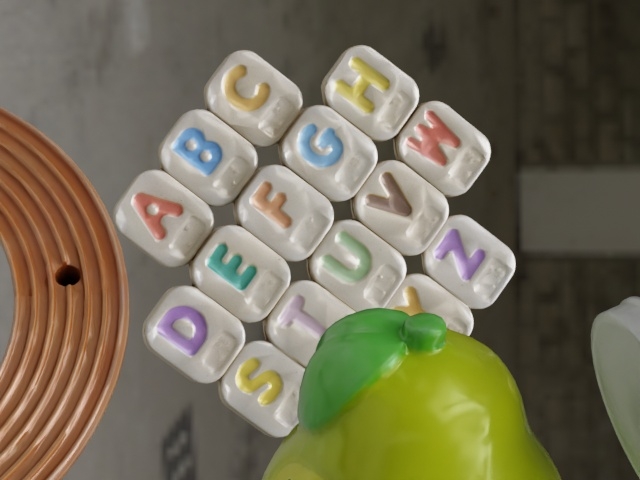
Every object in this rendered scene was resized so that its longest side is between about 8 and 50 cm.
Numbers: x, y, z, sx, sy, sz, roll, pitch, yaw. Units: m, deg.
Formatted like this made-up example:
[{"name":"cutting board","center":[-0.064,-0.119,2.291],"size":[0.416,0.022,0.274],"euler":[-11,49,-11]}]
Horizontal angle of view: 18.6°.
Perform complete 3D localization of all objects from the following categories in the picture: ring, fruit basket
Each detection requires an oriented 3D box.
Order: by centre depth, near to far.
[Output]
[{"name":"ring","center":[-0.267,0.046,1.017],"size":[0.032,0.337,0.336],"euler":[90,9,-54]},{"name":"fruit basket","center":[0.045,0.229,1.082],"size":[0.283,0.392,0.392],"euler":[-47,149,-13]}]

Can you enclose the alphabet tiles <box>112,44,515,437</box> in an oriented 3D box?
[{"name":"alphabet tiles","center":[0.000,0.000,1.468],"size":[0.284,0.278,0.021],"euler":[-54,-170,-9]}]

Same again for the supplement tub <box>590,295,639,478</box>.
[{"name":"supplement tub","center":[0.258,0.058,1.021],"size":[0.144,0.200,0.144],"euler":[159,-90,-80]}]
